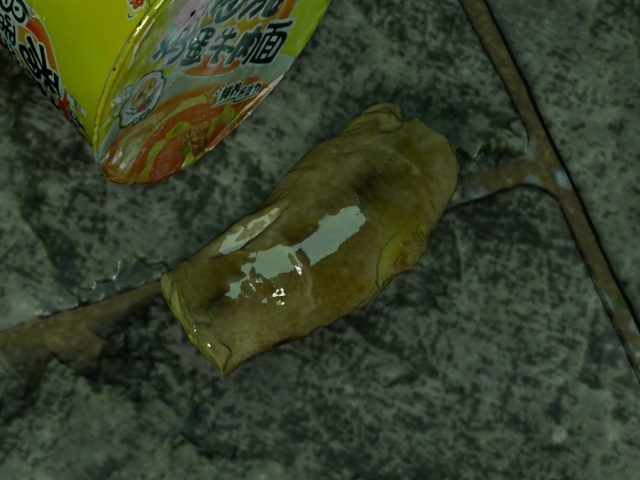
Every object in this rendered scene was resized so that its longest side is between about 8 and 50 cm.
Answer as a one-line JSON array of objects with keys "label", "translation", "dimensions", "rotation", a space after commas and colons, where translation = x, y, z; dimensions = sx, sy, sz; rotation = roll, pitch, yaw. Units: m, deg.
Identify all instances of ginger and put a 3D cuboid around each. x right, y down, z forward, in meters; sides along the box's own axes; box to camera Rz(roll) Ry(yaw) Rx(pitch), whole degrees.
[{"label": "ginger", "translation": [0.000, 0.000, 1.392], "dimensions": [0.263, 0.109, 0.116], "rotation": [-37, 104, -21]}]

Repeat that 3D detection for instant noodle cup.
[{"label": "instant noodle cup", "translation": [-0.138, -0.202, 1.387], "dimensions": [0.200, 0.264, 0.264], "rotation": [42, 67, 17]}]
